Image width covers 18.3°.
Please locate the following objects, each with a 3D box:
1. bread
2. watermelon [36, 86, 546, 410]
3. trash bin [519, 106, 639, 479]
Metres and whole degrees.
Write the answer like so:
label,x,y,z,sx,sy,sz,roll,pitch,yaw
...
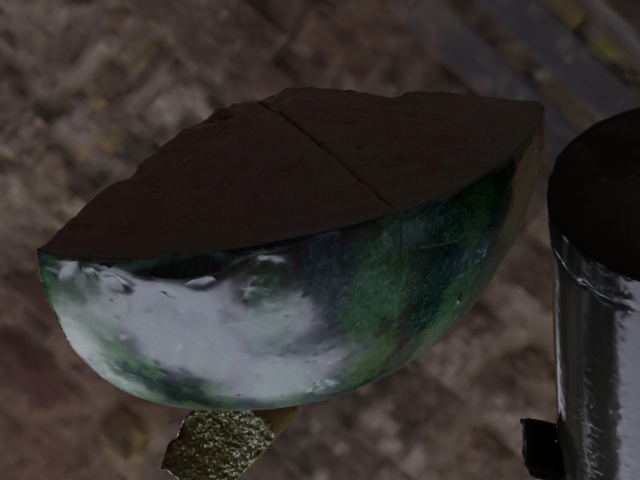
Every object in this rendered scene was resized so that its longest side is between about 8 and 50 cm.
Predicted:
label,x,y,z,sx,sy,sz,roll,pitch,yaw
bread,-0.088,0.188,2.043,0.086,0.156,0.125,43,-154,4
watermelon,-0.006,0.033,1.471,0.292,0.222,0.319,9,-150,17
trash bin,0.273,0.076,1.474,0.203,0.252,0.302,-85,-8,-48
